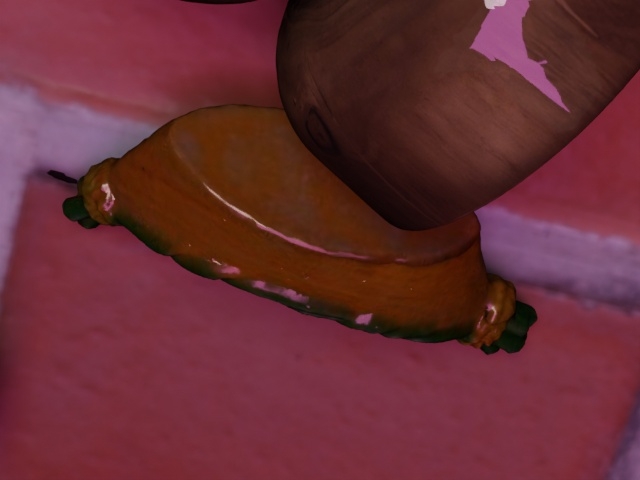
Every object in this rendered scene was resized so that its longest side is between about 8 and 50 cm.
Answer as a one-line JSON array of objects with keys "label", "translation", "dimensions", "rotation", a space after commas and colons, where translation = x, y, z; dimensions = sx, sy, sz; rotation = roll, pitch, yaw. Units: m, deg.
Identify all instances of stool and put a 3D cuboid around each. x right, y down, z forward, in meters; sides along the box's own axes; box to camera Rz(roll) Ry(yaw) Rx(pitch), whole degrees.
[{"label": "stool", "translation": [-0.006, -0.154, 0.564], "dimensions": [0.264, 0.179, 0.179], "rotation": [42, 103, -17]}]

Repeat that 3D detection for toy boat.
[{"label": "toy boat", "translation": [0.000, 0.000, 0.683], "dimensions": [0.229, 0.089, 0.088], "rotation": [17, 146, -9]}]
